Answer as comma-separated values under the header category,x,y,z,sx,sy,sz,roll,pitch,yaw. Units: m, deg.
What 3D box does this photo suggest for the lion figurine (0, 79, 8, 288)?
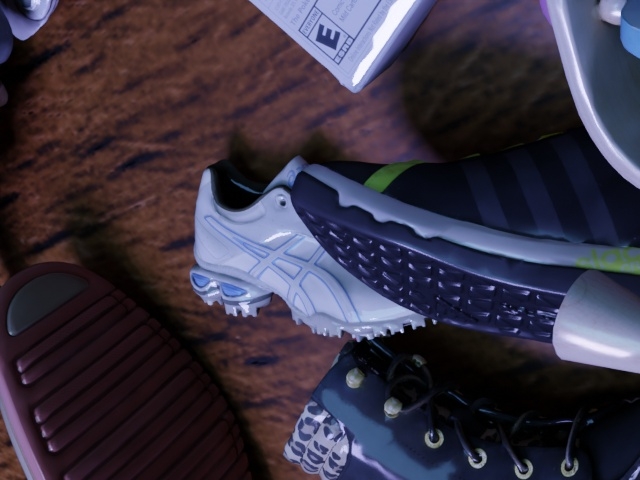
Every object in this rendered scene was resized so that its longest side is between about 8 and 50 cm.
category,x,y,z,sx,sy,sz,roll,pitch,yaw
lion figurine,-0.338,-0.009,0.796,0.392,0.142,0.240,-16,119,33

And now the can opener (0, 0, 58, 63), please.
category,x,y,z,sx,sy,sz,roll,pitch,yaw
can opener,-0.251,-0.217,0.663,0.280,0.093,0.074,47,132,11

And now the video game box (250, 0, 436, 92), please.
category,x,y,z,sx,sy,sz,roll,pitch,yaw
video game box,0.002,-0.198,0.506,0.187,0.048,0.205,41,131,4

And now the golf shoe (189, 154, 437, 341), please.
category,x,y,z,sx,sy,sz,roll,pitch,yaw
golf shoe,0.000,0.000,0.617,0.176,0.069,0.086,7,113,31

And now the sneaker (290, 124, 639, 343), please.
category,x,y,z,sx,sy,sz,roll,pitch,yaw
sneaker,0.104,-0.010,0.525,0.234,0.097,0.084,15,158,22

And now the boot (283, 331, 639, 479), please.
category,x,y,z,sx,sy,sz,roll,pitch,yaw
boot,0.087,0.098,0.587,0.178,0.085,0.236,36,135,9

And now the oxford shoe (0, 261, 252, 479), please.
category,x,y,z,sx,sy,sz,roll,pitch,yaw
oxford shoe,-0.115,0.202,0.769,0.146,0.140,0.397,-20,100,49

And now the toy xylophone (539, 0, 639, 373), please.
category,x,y,z,sx,sy,sz,roll,pitch,yaw
toy xylophone,0.210,-0.028,0.340,0.322,0.236,0.081,15,133,31
